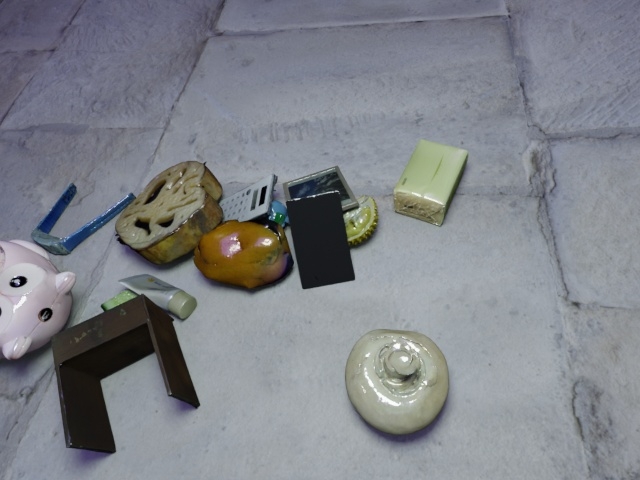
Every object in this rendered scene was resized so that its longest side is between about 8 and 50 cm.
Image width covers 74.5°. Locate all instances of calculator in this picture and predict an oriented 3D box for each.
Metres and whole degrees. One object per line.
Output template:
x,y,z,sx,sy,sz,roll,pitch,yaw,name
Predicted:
-0.242,-0.106,1.325,0.262,0.021,0.161,-21,48,33,calculator

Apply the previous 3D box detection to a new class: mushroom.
0.178,0.306,0.969,0.246,0.202,0.246,-1,49,1,mushroom

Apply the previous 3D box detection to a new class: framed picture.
-0.009,-0.147,1.335,0.209,0.019,0.281,-19,34,-2,framed picture

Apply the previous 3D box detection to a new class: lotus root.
-0.491,-0.094,1.356,0.375,0.111,0.390,-13,48,13,lotus root

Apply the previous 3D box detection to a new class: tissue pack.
0.339,-0.182,1.299,0.159,0.125,0.234,20,63,20,tissue pack

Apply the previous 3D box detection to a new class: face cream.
-0.474,0.150,1.237,0.224,0.114,0.070,25,106,20,face cream

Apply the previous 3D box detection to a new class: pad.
0.000,0.000,1.216,0.160,0.009,0.265,-10,93,2,pad

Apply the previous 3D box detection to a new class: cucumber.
-0.561,0.201,1.232,0.115,0.062,0.116,37,52,25,cucumber

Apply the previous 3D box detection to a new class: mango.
-0.224,0.040,1.224,0.287,0.152,0.201,2,67,12,mango

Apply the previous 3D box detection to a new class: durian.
0.089,-0.040,1.273,0.208,0.102,0.146,-17,52,26,durian

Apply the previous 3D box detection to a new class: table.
-0.486,0.335,1.062,0.251,0.196,0.282,-26,60,-10,table

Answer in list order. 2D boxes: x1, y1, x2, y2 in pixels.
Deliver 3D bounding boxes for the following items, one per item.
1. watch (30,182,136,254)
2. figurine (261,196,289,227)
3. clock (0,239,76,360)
-0.820,-0.071,1.455,0.276,0.068,0.274,9,55,15,watch
-0.181,-0.082,1.342,0.144,0.114,0.178,-43,46,8,figurine
-0.880,0.180,1.186,0.377,0.250,0.368,10,58,22,clock
